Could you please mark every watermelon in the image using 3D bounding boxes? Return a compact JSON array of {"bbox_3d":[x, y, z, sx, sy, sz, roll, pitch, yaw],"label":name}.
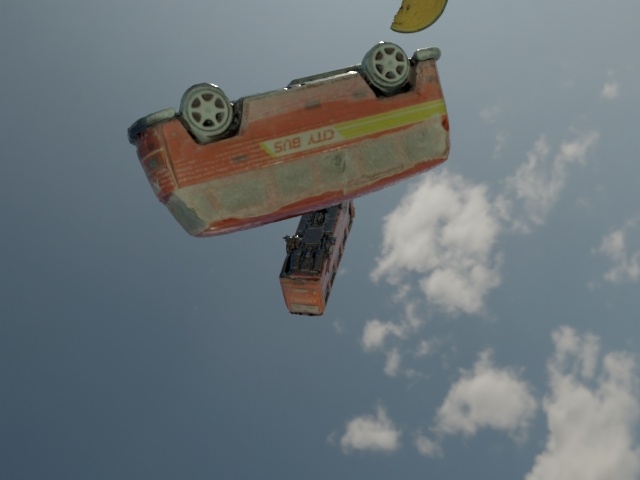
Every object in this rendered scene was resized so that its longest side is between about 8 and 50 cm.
[{"bbox_3d":[0.239,-0.527,1.536,0.092,0.075,0.181,20,-74,-32],"label":"watermelon"}]

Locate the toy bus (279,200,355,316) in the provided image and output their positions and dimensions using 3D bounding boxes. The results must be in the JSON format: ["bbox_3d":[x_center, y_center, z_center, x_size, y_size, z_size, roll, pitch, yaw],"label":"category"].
[{"bbox_3d":[0.000,0.000,0.999,0.234,0.074,0.096,-70,-21,-50],"label":"toy bus"}]

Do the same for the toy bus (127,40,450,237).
[{"bbox_3d":[-0.021,-0.082,0.598,0.265,0.121,0.119,-17,-87,-16],"label":"toy bus"}]
